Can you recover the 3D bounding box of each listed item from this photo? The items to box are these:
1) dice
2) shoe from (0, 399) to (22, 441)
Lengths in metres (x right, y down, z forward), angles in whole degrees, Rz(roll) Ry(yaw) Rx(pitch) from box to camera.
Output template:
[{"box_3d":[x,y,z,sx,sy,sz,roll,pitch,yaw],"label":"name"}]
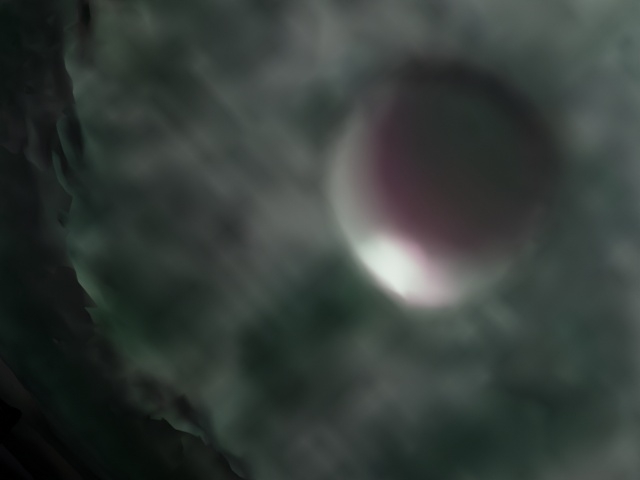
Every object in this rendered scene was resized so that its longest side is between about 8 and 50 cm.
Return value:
[{"box_3d":[0.000,0.000,0.701,0.330,0.328,0.348,48,-19,-4],"label":"dice"},{"box_3d":[-0.149,0.083,0.507,0.049,0.071,0.179,36,2,-4],"label":"shoe"}]
